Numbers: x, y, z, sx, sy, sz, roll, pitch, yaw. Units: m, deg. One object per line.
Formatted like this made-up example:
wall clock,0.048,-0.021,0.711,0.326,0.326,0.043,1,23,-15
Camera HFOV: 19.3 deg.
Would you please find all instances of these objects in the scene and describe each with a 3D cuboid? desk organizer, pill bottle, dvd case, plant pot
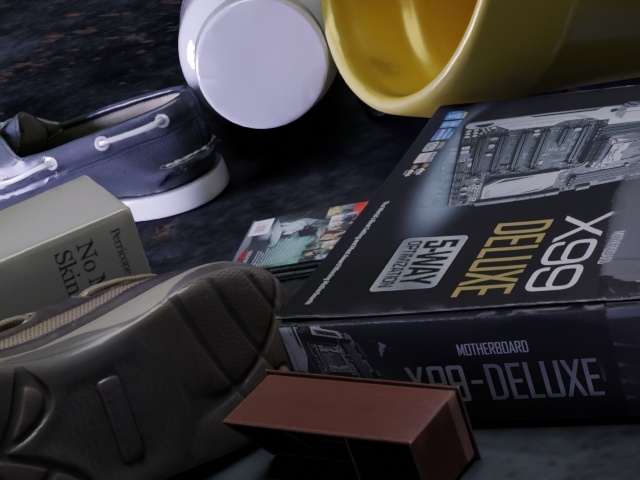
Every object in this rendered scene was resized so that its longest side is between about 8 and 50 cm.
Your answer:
desk organizer,0.015,0.107,1.023,0.130,0.047,0.050,2,32,37
pill bottle,-0.050,-0.162,1.531,0.131,0.131,0.229,-16,15,1
dvd case,0.000,0.000,1.315,0.119,0.013,0.087,-8,24,16
plant pot,0.159,-0.211,1.382,0.239,0.254,0.254,2,14,-27

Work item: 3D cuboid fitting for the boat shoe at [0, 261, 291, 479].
boat shoe,-0.176,0.112,1.069,0.355,0.132,0.130,-20,12,-29

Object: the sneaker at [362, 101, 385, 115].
sneaker,0.075,-0.188,1.600,0.121,0.111,0.300,-8,28,-6

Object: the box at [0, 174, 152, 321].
box,-0.242,0.065,1.209,0.275,0.113,0.094,-25,24,-16

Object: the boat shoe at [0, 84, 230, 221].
boat shoe,-0.223,-0.062,1.503,0.303,0.091,0.114,-11,24,14

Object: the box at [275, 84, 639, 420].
box,0.144,0.000,1.136,0.242,0.076,0.307,-4,25,27
